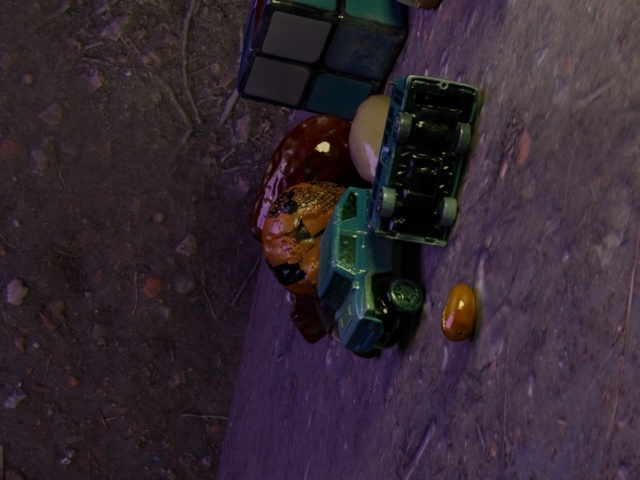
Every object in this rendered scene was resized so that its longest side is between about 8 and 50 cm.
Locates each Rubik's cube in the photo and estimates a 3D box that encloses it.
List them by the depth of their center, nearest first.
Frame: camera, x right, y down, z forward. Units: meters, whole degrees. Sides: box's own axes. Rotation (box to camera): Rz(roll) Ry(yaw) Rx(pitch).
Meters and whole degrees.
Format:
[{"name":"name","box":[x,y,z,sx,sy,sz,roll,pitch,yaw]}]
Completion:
[{"name":"Rubik's cube","box":[0.003,-0.497,2.170,0.313,0.318,0.316,118,159,-54]}]

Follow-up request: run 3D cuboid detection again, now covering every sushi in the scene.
[{"name":"sushi","box":[-0.005,0.065,2.185,0.130,0.124,0.332,-110,34,-70]}]

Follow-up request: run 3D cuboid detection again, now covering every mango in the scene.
[{"name":"mango","box":[0.192,0.098,1.336,0.060,0.046,0.089,115,166,-55]}]

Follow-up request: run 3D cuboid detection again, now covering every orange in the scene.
[{"name":"orange","box":[0.000,0.000,1.847,0.182,0.234,0.234,133,146,-69]}]

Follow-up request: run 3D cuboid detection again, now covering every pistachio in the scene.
[{"name":"pistachio","box":[0.120,-0.181,1.776,0.152,0.126,0.223,-27,43,30]}]

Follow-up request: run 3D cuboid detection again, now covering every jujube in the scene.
[{"name":"jujube","box":[-0.016,-0.113,2.029,0.318,0.223,0.223,-57,9,-6]}]

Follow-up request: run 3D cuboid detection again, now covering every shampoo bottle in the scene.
[{"name":"shampoo bottle","box":[0.053,0.141,1.927,0.350,0.084,0.125,-121,48,-73]}]

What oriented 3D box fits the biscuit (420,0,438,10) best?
[{"name":"biscuit","box":[0.229,-0.535,1.784,0.142,0.029,0.220,-106,29,-70]}]

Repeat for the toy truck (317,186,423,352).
[{"name":"toy truck","box":[0.083,0.050,1.663,0.155,0.156,0.278,115,163,-54]}]

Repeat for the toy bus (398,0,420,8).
[{"name":"toy bus","box":[0.174,-0.529,1.957,0.172,0.072,0.057,-96,24,-55]}]

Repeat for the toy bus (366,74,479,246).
[{"name":"toy bus","box":[0.157,-0.134,1.525,0.147,0.128,0.256,-114,33,-74]}]
